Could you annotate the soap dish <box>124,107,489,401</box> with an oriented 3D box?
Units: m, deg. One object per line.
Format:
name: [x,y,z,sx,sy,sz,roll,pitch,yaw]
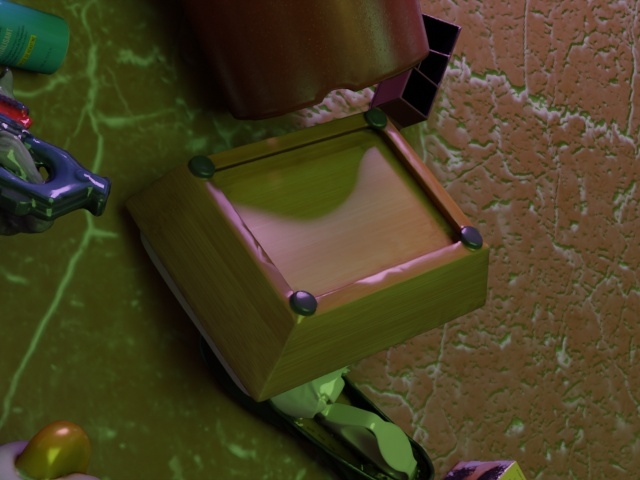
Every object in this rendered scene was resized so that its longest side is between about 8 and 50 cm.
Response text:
soap dish: [0.000,0.000,1.337,0.290,0.118,0.229,-19,64,-37]

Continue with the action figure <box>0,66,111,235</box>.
action figure: [-0.360,-0.032,1.130,0.341,0.178,0.330,31,52,5]

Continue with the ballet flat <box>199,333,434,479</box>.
ballet flat: [0.010,0.155,1.375,0.280,0.096,0.095,41,60,-23]

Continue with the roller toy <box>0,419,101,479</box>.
roller toy: [-0.231,0.257,1.097,0.146,0.209,0.191,29,48,18]

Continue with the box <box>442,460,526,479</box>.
box: [0.115,0.310,1.432,0.232,0.087,0.058,-41,108,-37]

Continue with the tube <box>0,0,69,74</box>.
tube: [-0.316,-0.188,1.219,0.207,0.080,0.052,10,31,-37]

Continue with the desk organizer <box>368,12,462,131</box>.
desk organizer: [0.103,-0.186,1.547,0.047,0.050,0.130,35,61,-27]

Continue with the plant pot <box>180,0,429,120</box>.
plant pot: [-0.030,-0.268,1.344,0.272,0.272,0.265,-29,106,-38]
